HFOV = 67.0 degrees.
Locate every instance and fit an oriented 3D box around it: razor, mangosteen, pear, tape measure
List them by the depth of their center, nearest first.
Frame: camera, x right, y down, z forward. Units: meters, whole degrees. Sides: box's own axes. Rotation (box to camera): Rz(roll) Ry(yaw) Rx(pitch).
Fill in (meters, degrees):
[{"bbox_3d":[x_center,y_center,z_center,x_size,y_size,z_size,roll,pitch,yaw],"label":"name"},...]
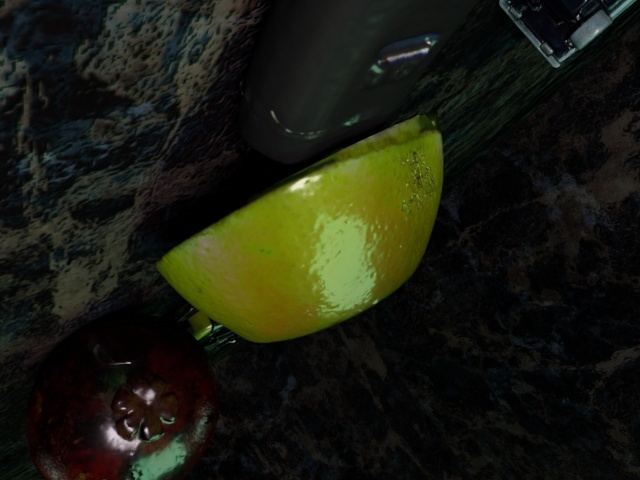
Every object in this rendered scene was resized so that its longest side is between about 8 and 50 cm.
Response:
[{"bbox_3d":[0.054,-0.186,0.371,0.189,0.107,0.327,-29,173,-35],"label":"razor"},{"bbox_3d":[0.000,0.004,0.626,0.398,0.165,0.399,-27,-175,2],"label":"pear"},{"bbox_3d":[-0.314,0.264,0.782,0.311,0.311,0.311,-35,170,-7],"label":"mangosteen"},{"bbox_3d":[-0.254,0.187,1.083,0.199,0.112,0.186,-20,158,-44],"label":"tape measure"}]

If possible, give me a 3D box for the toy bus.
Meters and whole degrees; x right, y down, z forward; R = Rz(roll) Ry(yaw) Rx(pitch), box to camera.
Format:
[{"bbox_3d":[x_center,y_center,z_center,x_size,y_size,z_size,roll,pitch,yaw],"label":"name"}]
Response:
[{"bbox_3d":[0.385,-0.371,0.601,0.164,0.133,0.271,-35,174,-39],"label":"toy bus"}]
